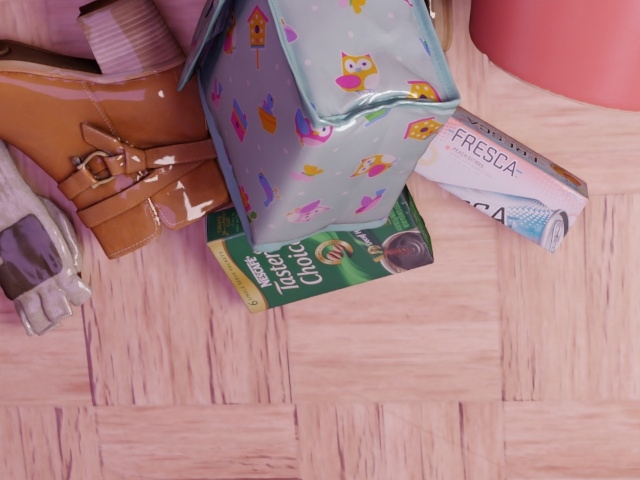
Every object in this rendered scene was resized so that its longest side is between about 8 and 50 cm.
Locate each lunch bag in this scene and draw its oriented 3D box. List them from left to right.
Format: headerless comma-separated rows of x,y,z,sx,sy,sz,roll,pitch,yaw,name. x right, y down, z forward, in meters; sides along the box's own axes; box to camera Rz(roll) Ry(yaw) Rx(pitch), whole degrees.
-0.019,-0.158,1.328,0.160,0.223,0.262,-13,69,-23,lunch bag

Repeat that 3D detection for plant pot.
0.242,-0.249,1.288,0.274,0.275,0.243,16,117,3,plant pot

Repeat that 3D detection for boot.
-0.235,-0.084,1.483,0.283,0.109,0.220,-21,108,3,boot

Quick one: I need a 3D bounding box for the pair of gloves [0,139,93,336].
-0.348,0.026,1.556,0.240,0.042,0.204,-34,94,10,pair of gloves

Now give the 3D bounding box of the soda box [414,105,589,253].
0.146,-0.065,1.451,0.183,0.058,0.063,31,109,-1,soda box

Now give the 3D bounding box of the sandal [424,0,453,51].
0.111,-0.281,1.394,0.079,0.088,0.240,-13,115,-20,sandal

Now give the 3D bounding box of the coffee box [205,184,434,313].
0.000,0.000,1.476,0.184,0.040,0.113,-15,137,12,coffee box
